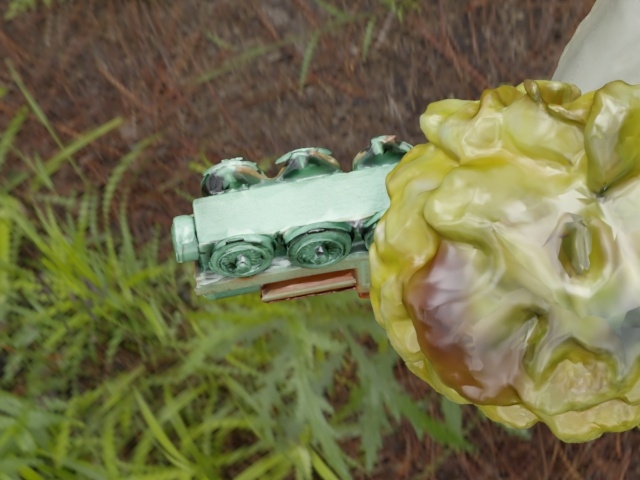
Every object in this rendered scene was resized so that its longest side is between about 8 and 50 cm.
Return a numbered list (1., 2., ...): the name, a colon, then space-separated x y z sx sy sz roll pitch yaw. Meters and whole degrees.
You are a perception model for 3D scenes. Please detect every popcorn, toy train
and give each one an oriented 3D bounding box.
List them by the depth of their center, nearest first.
1. popcorn: 0.132 0.003 0.879 0.218 0.169 0.189 -5 101 9
2. toy train: 0.000 0.000 1.043 0.176 0.118 0.074 -11 57 -1

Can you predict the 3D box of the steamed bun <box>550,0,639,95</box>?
1. steamed bun: 0.347 -0.057 1.077 0.383 0.247 0.236 44 47 11
